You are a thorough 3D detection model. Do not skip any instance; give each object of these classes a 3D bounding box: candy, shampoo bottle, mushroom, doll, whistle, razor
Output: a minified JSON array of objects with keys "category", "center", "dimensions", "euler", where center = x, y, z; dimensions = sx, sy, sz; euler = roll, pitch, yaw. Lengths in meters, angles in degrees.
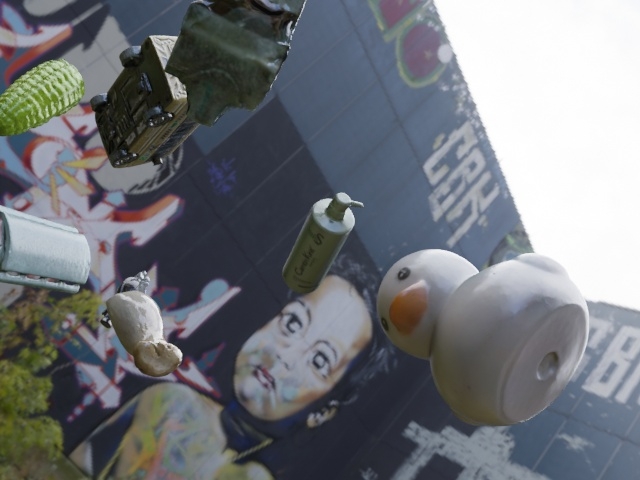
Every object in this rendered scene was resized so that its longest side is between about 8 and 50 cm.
[{"category":"candy","center":[-0.515,-0.250,1.210],"dimensions":[0.097,0.209,0.096],"euler":[14,-49,16]},{"category":"shampoo bottle","center":[0.000,0.000,1.280],"dimensions":[0.085,0.085,0.262],"euler":[40,-39,10]},{"category":"mushroom","center":[-0.326,0.161,1.226],"dimensions":[0.212,0.088,0.097],"euler":[49,-17,46]},{"category":"doll","center":[0.180,0.097,0.792],"dimensions":[0.251,0.221,0.221],"euler":[9,3,-40]},{"category":"doll","center":[-0.497,0.143,1.736],"dimensions":[0.096,0.195,0.070],"euler":[-9,-54,26]},{"category":"whistle","center":[-0.118,-0.384,1.092],"dimensions":[0.168,0.188,0.404],"euler":[22,-54,-17]},{"category":"razor","center":[-0.345,0.024,0.625],"dimensions":[0.232,0.068,0.106],"euler":[-9,-13,15]}]

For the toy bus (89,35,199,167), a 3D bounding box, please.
[{"category":"toy bus","center":[-0.377,-0.306,1.546],"dimensions":[0.365,0.202,0.176],"euler":[-28,-99,49]}]
